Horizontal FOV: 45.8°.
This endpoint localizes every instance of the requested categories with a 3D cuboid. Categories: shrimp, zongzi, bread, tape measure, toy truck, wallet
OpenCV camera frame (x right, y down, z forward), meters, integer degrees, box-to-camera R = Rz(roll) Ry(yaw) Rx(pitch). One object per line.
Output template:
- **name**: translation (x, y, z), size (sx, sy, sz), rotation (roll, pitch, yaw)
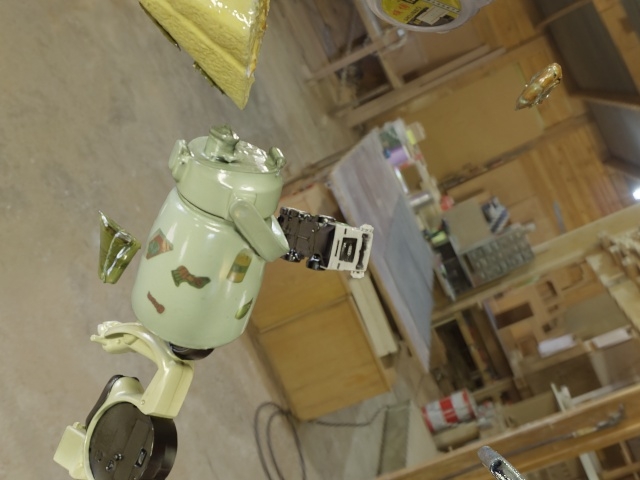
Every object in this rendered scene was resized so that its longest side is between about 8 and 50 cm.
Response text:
- **shrimp**: translation (0.344, -0.241, 1.213), size (0.043, 0.091, 0.184), rotation (47, 14, 7)
- **zongzi**: translation (-0.405, 0.015, 1.422), size (0.113, 0.104, 0.052), rotation (36, 0, 16)
- **bread**: translation (-0.223, -0.473, 1.173), size (0.242, 0.404, 0.346), rotation (127, -14, -65)
- **tape measure**: translation (0.152, -0.373, 1.058), size (0.196, 0.178, 0.105), rotation (-15, -116, 65)
- **toy truck**: translation (0.000, 0.000, 1.427), size (0.124, 0.101, 0.242), rotation (10, 4, -31)
- **wallet**: translation (0.309, 0.377, 1.043), size (0.222, 0.036, 0.167), rotation (46, -2, 12)

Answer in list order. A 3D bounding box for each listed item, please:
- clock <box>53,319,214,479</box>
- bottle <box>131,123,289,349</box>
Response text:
- **clock**: translation (-0.352, 0.283, 1.439), size (0.120, 0.276, 0.379), rotation (35, 72, -53)
- **bottle**: translation (-0.163, -0.019, 1.236), size (0.229, 0.352, 0.229), rotation (18, 26, -9)
